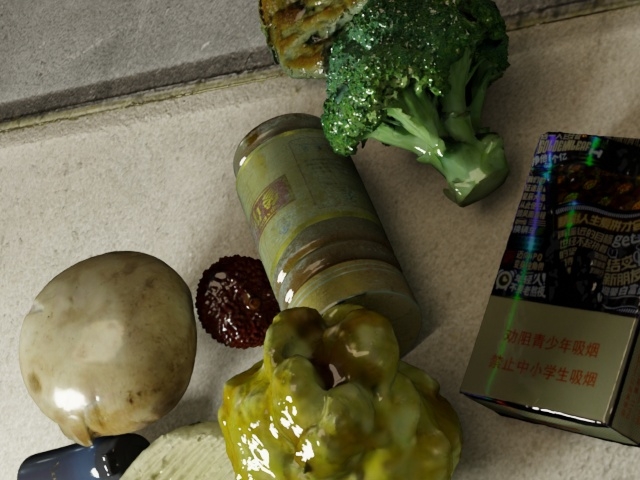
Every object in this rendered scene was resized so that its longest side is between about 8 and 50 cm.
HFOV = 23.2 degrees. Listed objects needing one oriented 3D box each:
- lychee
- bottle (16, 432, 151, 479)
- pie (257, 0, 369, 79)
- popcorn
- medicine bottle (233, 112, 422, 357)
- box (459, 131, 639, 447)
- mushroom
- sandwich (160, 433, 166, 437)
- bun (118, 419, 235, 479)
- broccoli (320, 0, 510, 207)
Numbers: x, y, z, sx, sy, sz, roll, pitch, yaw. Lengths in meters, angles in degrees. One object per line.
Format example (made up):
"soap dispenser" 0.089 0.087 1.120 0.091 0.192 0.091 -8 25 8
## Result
"lychee" -0.099 0.074 1.962 0.123 0.123 0.129 -51 16 10
"bottle" -0.305 0.298 2.041 0.244 0.082 0.072 -20 82 49
"pie" 0.026 -0.355 2.112 0.302 0.067 0.303 -21 56 36
"popcorn" 0.016 0.190 1.671 0.276 0.276 0.225 -30 35 29
"medicine bottle" 0.000 0.000 1.880 0.151 0.151 0.322 -41 46 20
"box" 0.283 0.045 1.638 0.198 0.084 0.310 8 74 46
"mushroom" -0.265 0.136 1.970 0.254 0.184 0.255 -4 76 15
"sandwich" -0.182 0.303 1.996 0.074 0.074 0.116 -61 10 0
"bun" -0.134 0.350 1.819 0.259 0.160 0.259 -10 64 22
"broccoli" 0.120 -0.167 1.814 0.270 0.270 0.270 -34 79 26
